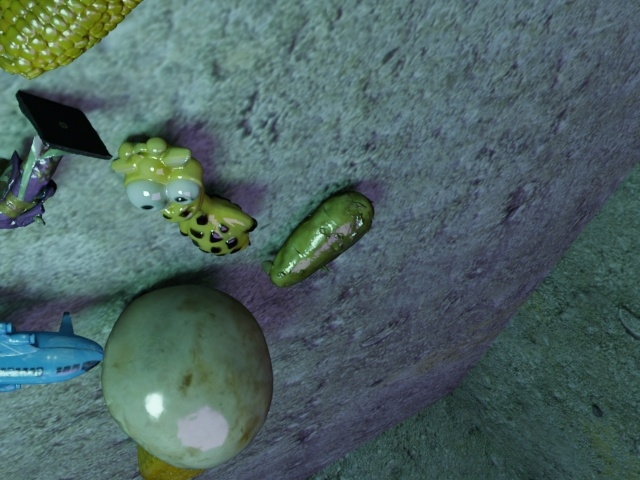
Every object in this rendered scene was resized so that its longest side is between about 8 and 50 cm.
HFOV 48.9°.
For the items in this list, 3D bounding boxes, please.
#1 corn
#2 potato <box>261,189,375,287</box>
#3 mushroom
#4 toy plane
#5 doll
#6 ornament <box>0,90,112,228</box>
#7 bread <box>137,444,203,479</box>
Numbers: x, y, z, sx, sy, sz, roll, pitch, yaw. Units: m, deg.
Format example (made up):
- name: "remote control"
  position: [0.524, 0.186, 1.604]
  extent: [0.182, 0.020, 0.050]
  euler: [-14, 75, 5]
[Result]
- name: "corn"
  position: [-0.160, -0.253, 0.581]
  extent: [0.313, 0.102, 0.102]
  euler: [-38, 155, 13]
- name: "potato"
  position: [0.000, 0.000, 1.218]
  extent: [0.225, 0.090, 0.117]
  euler: [-40, 155, 5]
- name: "mushroom"
  position: [-0.234, 0.224, 1.126]
  extent: [0.290, 0.297, 0.298]
  euler: [-23, 164, 31]
- name: "toy plane"
  position: [-0.422, 0.148, 0.902]
  extent: [0.272, 0.105, 0.254]
  euler: [-7, 145, -24]
- name: "doll"
  position: [-0.167, -0.049, 0.928]
  extent: [0.117, 0.086, 0.291]
  euler: [-9, 156, 12]
- name: "ornament"
  position: [-0.322, -0.053, 0.727]
  extent: [0.203, 0.088, 0.081]
  euler: [-41, 153, 14]
- name: "bread"
  position: [-0.293, 0.438, 1.536]
  extent: [0.240, 0.139, 0.240]
  euler: [-29, 154, -16]
